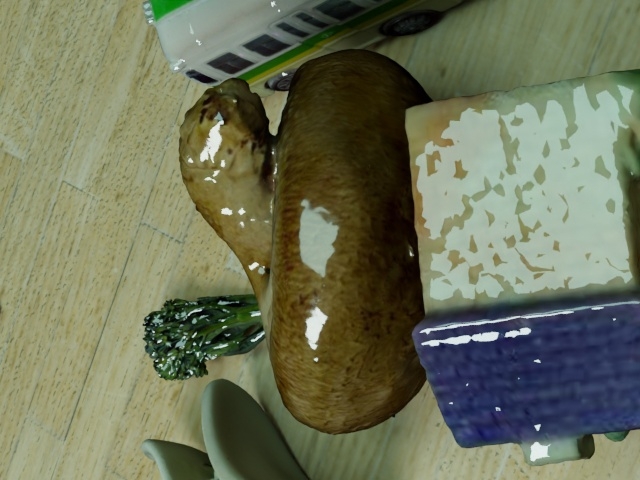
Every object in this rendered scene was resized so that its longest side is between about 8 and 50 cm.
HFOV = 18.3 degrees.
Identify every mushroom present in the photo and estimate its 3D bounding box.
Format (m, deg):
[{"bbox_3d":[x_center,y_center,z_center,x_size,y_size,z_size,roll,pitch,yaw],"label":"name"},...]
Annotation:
[{"bbox_3d":[0.025,0.002,1.732,0.239,0.345,0.345,11,92,27],"label":"mushroom"}]

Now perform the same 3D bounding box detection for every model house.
[{"bbox_3d":[0.215,0.035,1.587,0.245,0.312,0.280,-9,82,24],"label":"model house"}]

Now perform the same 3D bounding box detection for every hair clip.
[{"bbox_3d":[-0.061,0.233,1.865,0.282,0.172,0.113,40,101,42],"label":"hair clip"}]

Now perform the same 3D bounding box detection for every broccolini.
[{"bbox_3d":[-0.092,0.077,1.956,0.203,0.068,0.091,-25,52,31],"label":"broccolini"}]

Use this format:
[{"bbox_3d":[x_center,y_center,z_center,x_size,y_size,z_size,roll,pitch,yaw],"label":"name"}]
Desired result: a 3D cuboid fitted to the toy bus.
[{"bbox_3d":[-0.008,-0.252,1.854,0.305,0.179,0.143,-22,73,33],"label":"toy bus"}]
